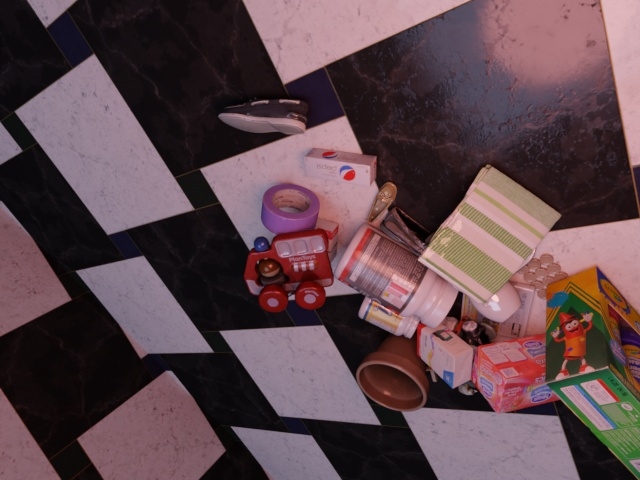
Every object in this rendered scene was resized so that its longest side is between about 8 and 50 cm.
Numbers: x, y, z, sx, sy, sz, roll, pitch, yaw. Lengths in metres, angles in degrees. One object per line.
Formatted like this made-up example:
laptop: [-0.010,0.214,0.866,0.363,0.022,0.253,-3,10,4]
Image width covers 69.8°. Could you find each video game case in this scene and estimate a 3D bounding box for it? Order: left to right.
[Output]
video game case: [0.568,0.214,1.490,0.206,0.026,0.227,13,131,26]

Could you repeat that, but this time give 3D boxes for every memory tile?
memory tile: [0.671,0.109,1.367,0.148,0.012,0.113,48,133,-11]

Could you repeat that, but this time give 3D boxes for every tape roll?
tape roll: [-0.100,-0.100,1.511,0.189,0.189,0.080,24,132,11]

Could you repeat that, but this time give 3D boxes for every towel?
towel: [0.456,-0.010,1.261,0.248,0.038,0.325,36,98,-1]

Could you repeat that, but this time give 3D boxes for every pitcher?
pitcher: [0.477,0.151,1.357,0.207,0.178,0.125,46,129,17]

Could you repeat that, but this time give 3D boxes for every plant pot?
plant pot: [0.290,0.459,1.704,0.263,0.229,0.263,15,131,18]

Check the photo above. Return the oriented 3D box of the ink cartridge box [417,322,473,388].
ink cartridge box: [0.387,0.351,1.499,0.231,0.078,0.134,40,142,54]

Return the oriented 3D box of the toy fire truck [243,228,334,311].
toy fire truck: [-0.107,0.084,1.497,0.302,0.169,0.254,-7,123,11]

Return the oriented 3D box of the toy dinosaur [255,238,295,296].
toy dinosaur: [-0.150,0.110,1.758,0.295,0.127,0.200,23,140,20]

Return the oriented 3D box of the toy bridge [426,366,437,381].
toy bridge: [0.448,0.527,1.810,0.188,0.026,0.063,-3,120,31]

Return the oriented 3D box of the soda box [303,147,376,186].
soda box: [0.061,-0.226,1.406,0.216,0.069,0.074,12,130,22]

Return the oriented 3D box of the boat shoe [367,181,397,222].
boat shoe: [0.190,-0.116,1.433,0.056,0.048,0.153,33,134,2]

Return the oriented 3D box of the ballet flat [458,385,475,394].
ballet flat: [0.578,0.555,1.741,0.057,0.052,0.168,35,134,1]

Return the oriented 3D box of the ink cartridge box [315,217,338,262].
ink cartridge box: [0.000,0.000,1.620,0.109,0.063,0.150,17,131,17]

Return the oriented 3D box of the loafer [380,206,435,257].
loafer: [0.315,-0.006,1.424,0.267,0.096,0.084,32,124,8]

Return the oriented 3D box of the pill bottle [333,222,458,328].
pill bottle: [0.243,0.117,1.475,0.363,0.210,0.210,30,134,5]

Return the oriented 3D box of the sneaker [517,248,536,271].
sneaker: [0.562,0.046,1.346,0.075,0.057,0.161,27,136,0]

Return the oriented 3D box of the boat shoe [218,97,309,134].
boat shoe: [-0.171,-0.386,1.399,0.302,0.091,0.114,12,173,20]

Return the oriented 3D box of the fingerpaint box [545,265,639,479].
fingerpaint box: [0.807,0.355,1.228,0.445,0.371,0.163,45,132,-11]

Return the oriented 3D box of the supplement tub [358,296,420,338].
supplement tub: [0.249,0.247,1.619,0.199,0.144,0.144,24,133,10]

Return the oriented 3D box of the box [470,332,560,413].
box: [0.637,0.398,1.403,0.300,0.154,0.142,-7,119,-15]

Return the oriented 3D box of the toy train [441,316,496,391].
toy train: [0.518,0.394,1.575,0.190,0.142,0.334,4,134,47]
